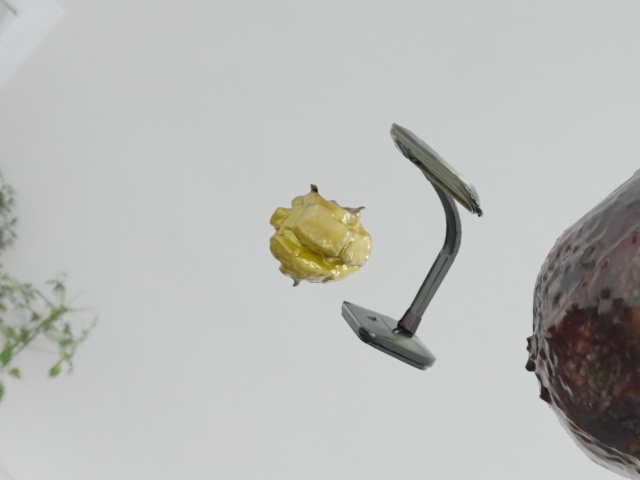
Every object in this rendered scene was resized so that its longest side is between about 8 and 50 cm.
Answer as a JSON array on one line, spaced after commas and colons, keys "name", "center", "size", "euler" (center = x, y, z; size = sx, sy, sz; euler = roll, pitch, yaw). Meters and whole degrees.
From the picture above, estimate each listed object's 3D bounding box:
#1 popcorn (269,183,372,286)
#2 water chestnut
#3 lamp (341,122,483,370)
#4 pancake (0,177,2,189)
[{"name": "popcorn", "center": [0.000, 0.000, 1.549], "size": [0.148, 0.152, 0.167], "euler": [15, 3, 17]}, {"name": "water chestnut", "center": [0.354, 0.082, 0.908], "size": [0.350, 0.350, 0.302], "euler": [44, 9, -52]}, {"name": "lamp", "center": [0.129, 0.026, 1.271], "size": [0.124, 0.283, 0.203], "euler": [9, 18, -19]}, {"name": "pancake", "center": [-0.305, -0.012, 0.915], "size": [0.017, 0.108, 0.108], "euler": [36, 5, -21]}]
